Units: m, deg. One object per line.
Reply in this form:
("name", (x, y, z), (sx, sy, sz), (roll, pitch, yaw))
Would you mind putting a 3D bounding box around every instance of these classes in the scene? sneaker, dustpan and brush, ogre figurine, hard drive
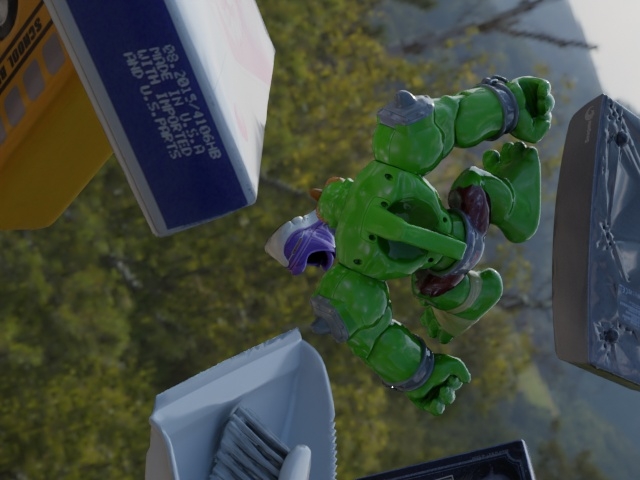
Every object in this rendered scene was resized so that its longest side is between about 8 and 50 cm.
("sneaker", (0.000, 0.000, 1.576), (0.071, 0.068, 0.170), (52, 42, 7))
("dustpan and brush", (-0.027, 0.161, 0.600), (0.147, 0.060, 0.211), (-20, 120, -63))
("ogre figurine", (0.061, -0.007, 0.733), (0.118, 0.197, 0.097), (16, 25, -40))
("hard drive", (0.280, 0.009, 1.223), (0.172, 0.054, 0.255), (23, 67, -44))

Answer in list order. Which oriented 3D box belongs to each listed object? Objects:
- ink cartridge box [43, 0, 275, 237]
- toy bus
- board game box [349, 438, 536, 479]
("ink cartridge box", (-0.110, -0.216, 0.726), (0.330, 0.071, 0.324), (-89, 159, -62))
("toy bus", (-0.229, -0.113, 1.057), (0.108, 0.332, 0.130), (-3, 61, -43))
("board game box", (0.046, 0.249, 0.916), (0.042, 0.243, 0.165), (50, 26, -65))
